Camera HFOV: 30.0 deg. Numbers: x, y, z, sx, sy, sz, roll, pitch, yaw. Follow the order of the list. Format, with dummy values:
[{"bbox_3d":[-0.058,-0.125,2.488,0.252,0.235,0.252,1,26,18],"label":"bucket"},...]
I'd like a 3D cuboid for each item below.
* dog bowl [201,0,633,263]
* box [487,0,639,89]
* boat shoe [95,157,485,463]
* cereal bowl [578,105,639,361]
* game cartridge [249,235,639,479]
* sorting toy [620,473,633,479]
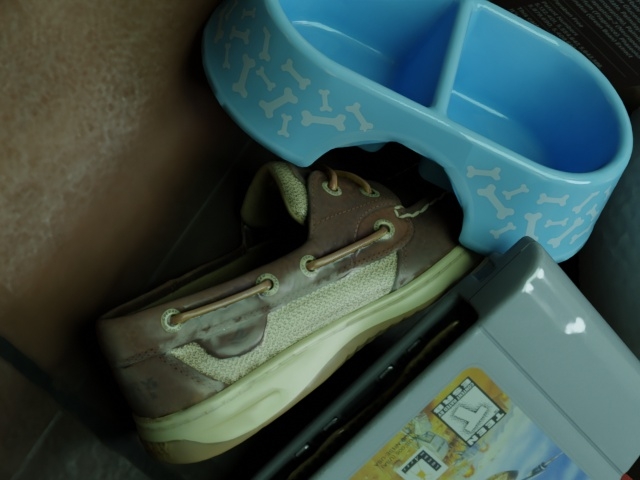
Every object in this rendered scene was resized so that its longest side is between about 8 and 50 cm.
[{"bbox_3d":[0.071,-0.100,0.782,0.297,0.074,0.166,25,48,-8],"label":"dog bowl"},{"bbox_3d":[0.288,-0.231,0.835,0.143,0.381,0.191,34,69,-31],"label":"box"},{"bbox_3d":[0.000,0.000,0.783,0.342,0.123,0.123,-35,107,-28],"label":"boat shoe"},{"bbox_3d":[0.334,0.021,1.011,0.339,0.141,0.339,2,87,-37],"label":"cereal bowl"},{"bbox_3d":[0.083,0.158,0.789,0.297,0.062,0.198,-44,118,3],"label":"game cartridge"},{"bbox_3d":[0.153,0.349,0.914,0.366,0.127,0.126,-63,151,-16],"label":"sorting toy"}]
